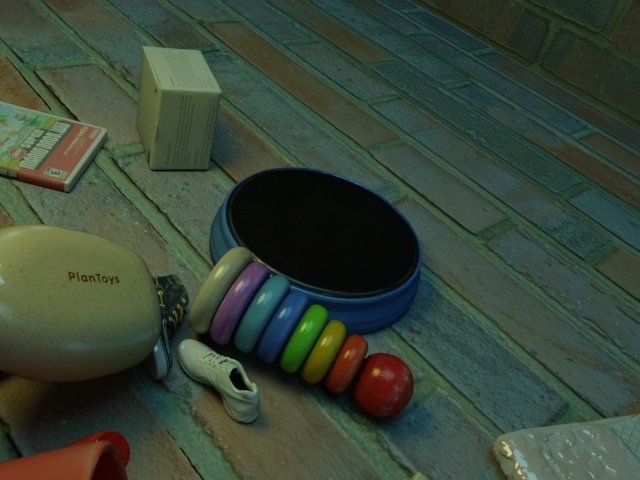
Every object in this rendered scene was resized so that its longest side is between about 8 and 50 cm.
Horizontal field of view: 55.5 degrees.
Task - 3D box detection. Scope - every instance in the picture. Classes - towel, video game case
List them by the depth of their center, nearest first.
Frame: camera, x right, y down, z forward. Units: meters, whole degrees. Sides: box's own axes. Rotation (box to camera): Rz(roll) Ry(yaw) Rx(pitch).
[{"bbox_3d":[0.436,0.389,0.817,0.316,0.053,0.332,-2,41,-24],"label":"towel"},{"bbox_3d":[-0.569,-0.187,1.128,0.285,0.025,0.204,14,38,-6],"label":"video game case"}]

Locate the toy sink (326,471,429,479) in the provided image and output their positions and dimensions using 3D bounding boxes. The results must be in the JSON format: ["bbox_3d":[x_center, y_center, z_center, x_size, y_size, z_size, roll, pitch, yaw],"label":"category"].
[{"bbox_3d":[0.077,0.324,0.560,0.234,0.131,0.153,37,43,12],"label":"toy sink"}]

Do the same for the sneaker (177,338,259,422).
[{"bbox_3d":[-0.135,0.177,0.831,0.152,0.061,0.053,35,42,23],"label":"sneaker"}]

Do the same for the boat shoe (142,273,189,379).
[{"bbox_3d":[-0.221,0.113,0.869,0.083,0.065,0.183,-5,44,-30],"label":"boat shoe"}]

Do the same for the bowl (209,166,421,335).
[{"bbox_3d":[0.000,0.000,1.094,0.391,0.077,0.391,12,38,-9],"label":"bowl"}]

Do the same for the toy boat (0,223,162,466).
[{"bbox_3d":[-0.298,0.134,0.685,0.267,0.148,0.318,19,46,-52],"label":"toy boat"}]

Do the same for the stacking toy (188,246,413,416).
[{"bbox_3d":[-0.018,0.147,0.879,0.330,0.141,0.141,31,38,4],"label":"stacking toy"}]

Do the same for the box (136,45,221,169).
[{"bbox_3d":[-0.287,-0.262,1.210,0.119,0.181,0.182,-3,43,-27],"label":"box"}]

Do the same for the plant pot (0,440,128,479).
[{"bbox_3d":[-0.286,0.303,0.465,0.243,0.275,0.275,-1,41,-8],"label":"plant pot"}]
